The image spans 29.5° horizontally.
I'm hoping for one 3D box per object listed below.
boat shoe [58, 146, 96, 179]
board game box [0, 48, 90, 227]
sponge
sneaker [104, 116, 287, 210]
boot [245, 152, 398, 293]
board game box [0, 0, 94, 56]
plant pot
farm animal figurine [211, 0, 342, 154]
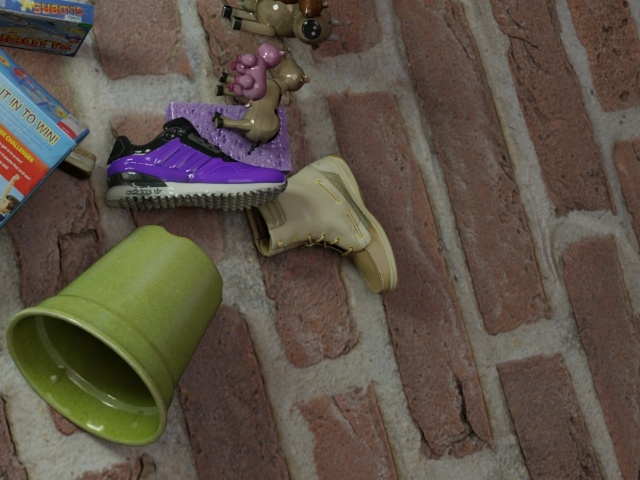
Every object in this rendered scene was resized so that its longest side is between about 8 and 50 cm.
[{"bbox_3d":[-0.419,-0.148,1.934,0.135,0.050,0.045,33,58,-21],"label":"boat shoe"},{"bbox_3d":[-0.549,-0.147,1.752,0.308,0.086,0.302,44,104,-9],"label":"board game box"},{"bbox_3d":[-0.155,-0.172,2.068,0.210,0.031,0.117,0,76,-25],"label":"sponge"},{"bbox_3d":[-0.199,-0.129,1.956,0.293,0.102,0.146,-1,77,-6],"label":"sneaker"},{"bbox_3d":[0.000,0.000,2.059,0.203,0.095,0.262,-24,86,-28],"label":"boot"},{"bbox_3d":[-0.470,-0.343,1.909,0.201,0.136,0.035,6,74,-23],"label":"board game box"},{"bbox_3d":[-0.283,0.121,1.824,0.276,0.276,0.254,42,52,-9],"label":"plant pot"},{"bbox_3d":[-0.064,-0.350,2.038,0.172,0.330,0.327,11,36,-18],"label":"farm animal figurine"}]
